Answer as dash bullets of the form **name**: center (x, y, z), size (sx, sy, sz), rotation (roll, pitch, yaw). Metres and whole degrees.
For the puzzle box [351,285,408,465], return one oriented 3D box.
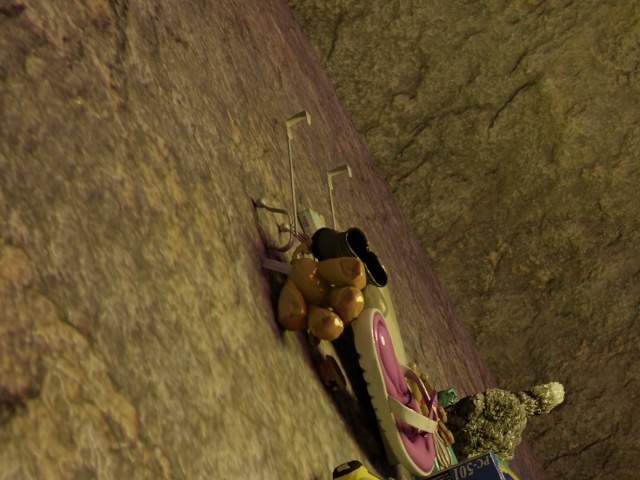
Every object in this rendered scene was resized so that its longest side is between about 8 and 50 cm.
- **puzzle box**: center (0.144, 0.266, 1.855), size (0.272, 0.052, 0.408), rotation (-5, 80, -77)

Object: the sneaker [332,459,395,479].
- **sneaker**: center (0.140, 0.479, 1.393), size (0.384, 0.145, 0.147), rotation (51, 18, -47)

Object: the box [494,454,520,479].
- **box**: center (0.404, 0.656, 1.840), size (0.279, 0.177, 0.290), rotation (49, 10, 16)

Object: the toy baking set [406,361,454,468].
- **toy baking set**: center (0.234, 0.387, 1.790), size (0.256, 0.030, 0.196), rotation (80, -11, -47)

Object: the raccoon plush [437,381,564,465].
- **raccoon plush**: center (0.511, 0.547, 2.189), size (0.216, 0.446, 0.299), rotation (95, -22, -60)

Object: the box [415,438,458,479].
- **box**: center (0.273, 0.530, 1.987), size (0.244, 0.060, 0.100), rotation (34, 32, -65)

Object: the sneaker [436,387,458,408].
- **sneaker**: center (0.364, 0.475, 2.407), size (0.065, 0.076, 0.166), rotation (59, 14, -15)

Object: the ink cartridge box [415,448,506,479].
- **ink cartridge box**: center (0.275, 0.513, 1.701), size (0.097, 0.207, 0.046), rotation (67, 14, 12)

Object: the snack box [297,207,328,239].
- **snack box**: center (0.000, 0.000, 1.990), size (0.141, 0.037, 0.100), rotation (68, 15, 17)

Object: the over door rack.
- **over door rack**: center (-0.033, -0.072, 1.784), size (0.239, 0.108, 0.324), rotation (47, 42, -52)

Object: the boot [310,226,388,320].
- **boot**: center (0.082, 0.079, 1.625), size (0.246, 0.083, 0.161), rotation (56, -19, -20)

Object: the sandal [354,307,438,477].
- **sandal**: center (0.174, 0.311, 1.633), size (0.169, 0.102, 0.416), rotation (-72, 143, -52)

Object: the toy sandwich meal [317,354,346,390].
- **toy sandwich meal**: center (0.022, 0.259, 1.611), size (0.085, 0.029, 0.085), rotation (61, 6, -11)

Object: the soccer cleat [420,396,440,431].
- **soccer cleat**: center (0.271, 0.448, 2.105), size (0.248, 0.083, 0.095), rotation (-81, 147, -73)

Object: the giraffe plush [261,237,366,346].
- **giraffe plush**: center (0.000, 0.119, 1.577), size (0.210, 0.181, 0.170), rotation (32, -18, 32)
